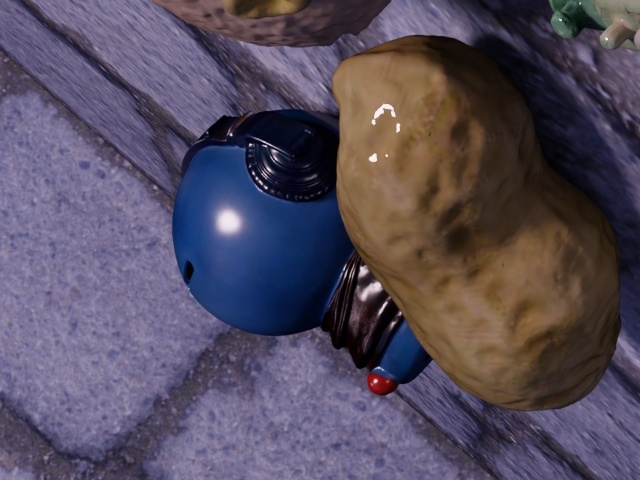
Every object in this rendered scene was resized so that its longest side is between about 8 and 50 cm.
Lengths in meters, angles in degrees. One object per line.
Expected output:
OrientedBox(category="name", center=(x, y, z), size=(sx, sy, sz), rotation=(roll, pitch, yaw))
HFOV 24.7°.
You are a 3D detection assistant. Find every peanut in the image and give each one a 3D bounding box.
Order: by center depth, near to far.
OrientedBox(category="peanut", center=(0.125, -0.003, 1.123), size=(0.192, 0.169, 0.387), rotation=(22, 156, 47))

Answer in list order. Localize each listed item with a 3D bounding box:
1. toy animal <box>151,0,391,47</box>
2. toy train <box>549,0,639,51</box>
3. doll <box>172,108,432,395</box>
OrientedBox(category="toy animal", center=(-0.043, -0.218, 0.871), size=(0.226, 0.188, 0.358), rotation=(46, 170, 7))
OrientedBox(category="toy train", center=(0.180, -0.119, 0.632), size=(0.194, 0.125, 0.081), rotation=(25, 155, 56))
OrientedBox(category="doll", center=(0.000, 0.000, 1.425), size=(0.310, 0.240, 0.284), rotation=(35, 153, 11))
